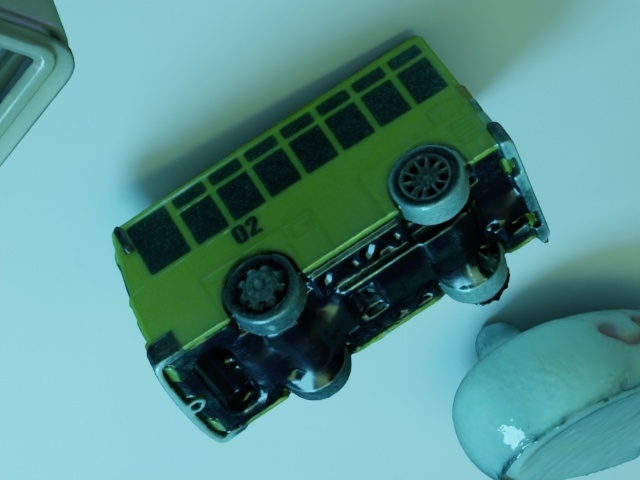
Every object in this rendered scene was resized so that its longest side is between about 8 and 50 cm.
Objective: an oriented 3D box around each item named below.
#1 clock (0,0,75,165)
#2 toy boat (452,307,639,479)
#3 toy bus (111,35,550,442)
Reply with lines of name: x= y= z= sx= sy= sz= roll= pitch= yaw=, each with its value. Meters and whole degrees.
clock: x=-0.199 y=-0.058 z=0.544 sx=0.192 sy=0.071 sz=0.147 roll=16 pitch=127 yaw=-44
toy boat: x=0.152 y=0.082 z=0.955 sx=0.208 sy=0.078 sz=0.134 roll=0 pitch=145 yaw=-48
toy bus: x=0.000 y=0.000 z=0.715 sx=0.175 sy=0.101 sz=0.088 roll=-32 pitch=144 yaw=0
